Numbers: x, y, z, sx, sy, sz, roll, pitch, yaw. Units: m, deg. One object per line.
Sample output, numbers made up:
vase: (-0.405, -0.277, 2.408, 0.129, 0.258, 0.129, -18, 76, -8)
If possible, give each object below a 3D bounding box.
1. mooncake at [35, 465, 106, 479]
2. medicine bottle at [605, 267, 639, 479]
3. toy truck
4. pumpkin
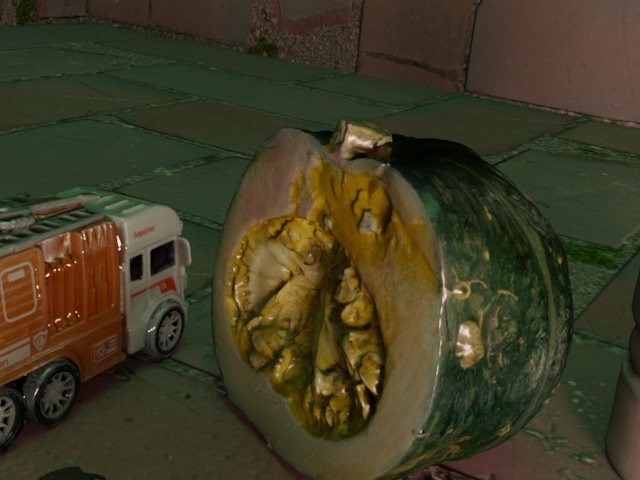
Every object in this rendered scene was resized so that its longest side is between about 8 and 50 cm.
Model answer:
mooncake: (-0.110, 0.234, 0.420, 0.150, 0.057, 0.347, 7, 21, -39)
medicine bottle: (0.351, 0.039, 0.692, 0.212, 0.325, 0.212, 5, 18, -2)
toy truck: (-0.235, 0.042, 0.747, 0.136, 0.162, 0.305, 15, 21, 24)
pumpkin: (0.067, 0.038, 0.711, 0.197, 0.263, 0.293, -3, 24, -35)
